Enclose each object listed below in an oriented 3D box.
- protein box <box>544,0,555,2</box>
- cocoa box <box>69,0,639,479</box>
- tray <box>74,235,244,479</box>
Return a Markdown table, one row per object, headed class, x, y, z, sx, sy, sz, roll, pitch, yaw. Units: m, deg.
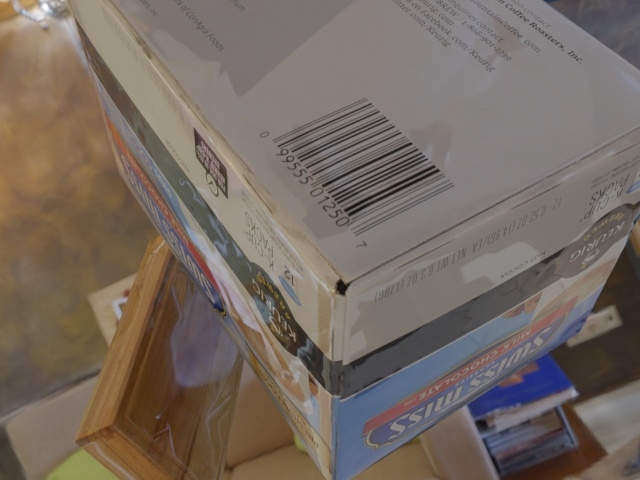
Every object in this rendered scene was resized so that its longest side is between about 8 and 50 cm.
| class | x | y | z | sx | sy | sz | roll | pitch | yaw |
| --- | --- | --- | --- | --- | --- | --- | --- | --- | --- |
| protein box | 0.251 | -0.357 | 0.762 | 0.199 | 0.201 | 0.136 | -3 | 53 | 29 |
| cocoa box | 0.009 | -0.064 | 0.548 | 0.231 | 0.347 | 0.228 | -26 | -34 | -21 |
| tray | -0.204 | 0.177 | 1.166 | 0.076 | 0.203 | 0.411 | -27 | 30 | 20 |
